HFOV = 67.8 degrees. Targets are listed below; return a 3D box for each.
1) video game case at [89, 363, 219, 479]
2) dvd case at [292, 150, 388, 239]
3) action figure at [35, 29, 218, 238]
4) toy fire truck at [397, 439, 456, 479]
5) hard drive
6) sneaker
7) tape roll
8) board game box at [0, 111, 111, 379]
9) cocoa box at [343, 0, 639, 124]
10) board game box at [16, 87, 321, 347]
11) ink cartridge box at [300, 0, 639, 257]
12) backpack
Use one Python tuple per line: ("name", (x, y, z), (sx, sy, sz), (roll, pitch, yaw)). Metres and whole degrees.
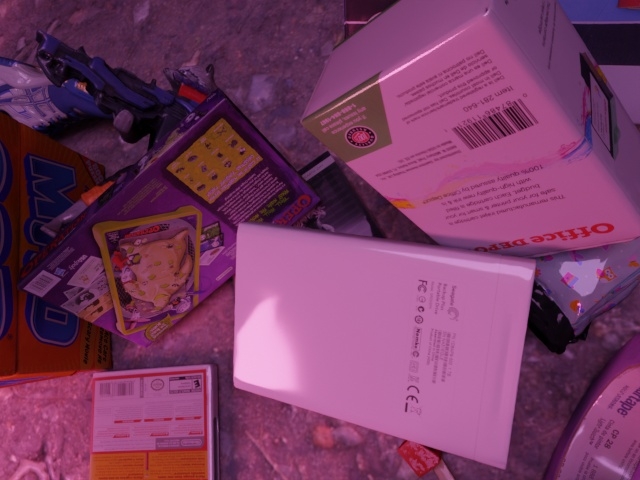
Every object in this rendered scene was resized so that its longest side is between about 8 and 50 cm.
("video game case", (-0.241, 0.330, 0.685), (0.204, 0.025, 0.285), (-8, 76, 14))
("dvd case", (0.000, 0.000, 0.693), (0.165, 0.018, 0.221), (-34, 72, 8))
("action figure", (-0.266, -0.133, 0.696), (0.179, 0.341, 0.330), (8, 68, 59))
("toy fire truck", (0.140, 0.344, 0.560), (0.192, 0.047, 0.135), (43, 92, 20))
("hard drive", (0.055, 0.111, 0.580), (0.353, 0.047, 0.232), (8, 102, 23))
("sneaker", (-0.468, -0.236, 0.849), (0.297, 0.112, 0.130), (17, 100, 20))
("tape roll", (0.290, 0.215, 0.426), (0.090, 0.275, 0.274), (27, 86, 20))
("board game box", (-0.567, 0.035, 0.667), (0.357, 0.356, 0.356), (-13, 74, 13))
("cocoa box", (0.219, -0.283, 0.537), (0.347, 0.231, 0.227), (9, 125, 18))
("board game box", (-0.191, -0.010, 0.638), (0.347, 0.208, 0.056), (-40, 39, 6))
("ink cartridge box", (0.156, -0.101, 0.462), (0.201, 0.278, 0.117), (-16, 46, 48))
("backpack", (0.300, 0.024, 0.550), (0.182, 0.115, 0.152), (-38, 70, 6))
